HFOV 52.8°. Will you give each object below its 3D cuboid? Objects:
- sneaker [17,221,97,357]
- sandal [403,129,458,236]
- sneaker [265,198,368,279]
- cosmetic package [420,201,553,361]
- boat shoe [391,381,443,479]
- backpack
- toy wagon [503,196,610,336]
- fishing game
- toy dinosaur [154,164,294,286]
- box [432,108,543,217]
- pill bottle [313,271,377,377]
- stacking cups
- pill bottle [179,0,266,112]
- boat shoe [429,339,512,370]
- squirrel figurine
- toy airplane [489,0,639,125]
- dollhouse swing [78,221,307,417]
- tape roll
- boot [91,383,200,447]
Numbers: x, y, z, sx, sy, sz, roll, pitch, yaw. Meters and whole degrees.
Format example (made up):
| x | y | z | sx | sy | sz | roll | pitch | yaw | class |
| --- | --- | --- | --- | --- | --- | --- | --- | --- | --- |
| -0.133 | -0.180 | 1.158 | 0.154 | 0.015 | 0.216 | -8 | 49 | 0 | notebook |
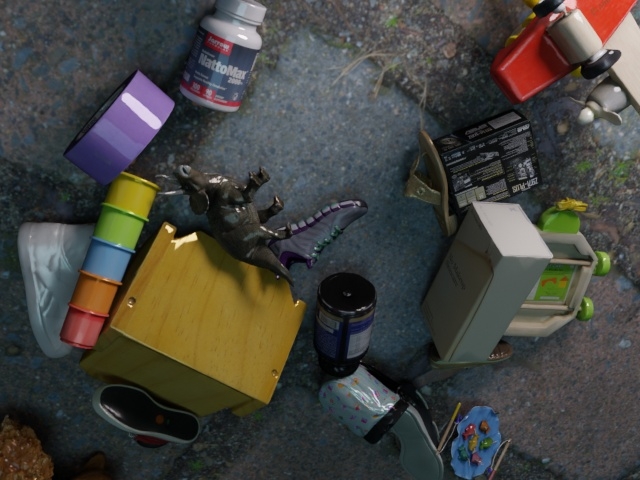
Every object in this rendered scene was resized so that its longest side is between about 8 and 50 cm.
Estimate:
| x | y | z | sx | sy | sz | roll | pitch | yaw | class |
| --- | --- | --- | --- | --- | --- | --- | --- | --- | --- |
| -0.469 | 0.101 | 1.252 | 0.169 | 0.108 | 0.292 | -2 | 117 | -4 | sneaker |
| 0.204 | -0.094 | 1.268 | 0.079 | 0.088 | 0.240 | -25 | 124 | -2 | sandal |
| 0.000 | 0.000 | 1.269 | 0.224 | 0.098 | 0.083 | -24 | 160 | 11 | sneaker |
| 0.322 | 0.089 | 1.300 | 0.113 | 0.160 | 0.309 | 2 | 131 | -17 | cosmetic package |
| 0.239 | 0.474 | 1.567 | 0.115 | 0.091 | 0.302 | -1 | 125 | 24 | boat shoe |
| 0.088 | 0.353 | 1.436 | 0.182 | 0.115 | 0.152 | 41 | 122 | 12 | backpack |
| 0.490 | 0.059 | 1.407 | 0.268 | 0.068 | 0.344 | 3 | 116 | -11 | toy wagon |
| 0.392 | 0.501 | 1.590 | 0.264 | 0.041 | 0.189 | 43 | 72 | -33 | fishing game |
| -0.152 | -0.040 | 1.225 | 0.160 | 0.121 | 0.313 | -27 | 112 | 14 | toy dinosaur |
| 0.325 | -0.151 | 1.262 | 0.180 | 0.077 | 0.147 | -22 | 119 | 3 | box |
| 0.047 | 0.184 | 1.360 | 0.123 | 0.122 | 0.219 | -2 | 130 | -8 | pill bottle |
| -0.390 | 0.034 | 1.163 | 0.096 | 0.096 | 0.316 | 23 | 85 | -19 | stacking cups |
| -0.160 | -0.318 | 1.082 | 0.108 | 0.108 | 0.180 | 17 | 113 | -17 | pill bottle |
| 0.347 | 0.271 | 1.503 | 0.190 | 0.068 | 0.072 | -2 | 130 | 3 | boat shoe |
| -0.643 | 0.585 | 1.393 | 0.371 | 0.281 | 0.396 | -17 | 121 | -7 | squirrel figurine |
| 0.430 | -0.387 | 1.084 | 0.385 | 0.272 | 0.385 | 3 | 81 | -22 | toy airplane |
| -0.281 | 0.188 | 1.355 | 0.347 | 0.305 | 0.315 | 31 | 67 | -22 | dollhouse swing |
| -0.335 | -0.188 | 1.075 | 0.189 | 0.189 | 0.080 | -43 | 116 | 13 | tape roll |
| -0.409 | 0.390 | 1.395 | 0.244 | 0.088 | 0.176 | 34 | 140 | -31 | boot |
